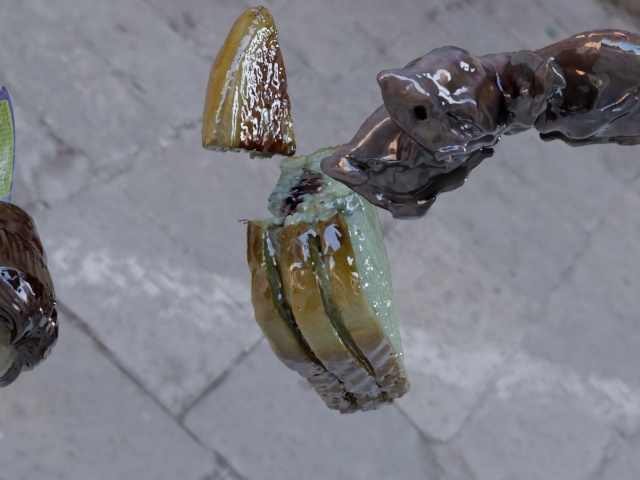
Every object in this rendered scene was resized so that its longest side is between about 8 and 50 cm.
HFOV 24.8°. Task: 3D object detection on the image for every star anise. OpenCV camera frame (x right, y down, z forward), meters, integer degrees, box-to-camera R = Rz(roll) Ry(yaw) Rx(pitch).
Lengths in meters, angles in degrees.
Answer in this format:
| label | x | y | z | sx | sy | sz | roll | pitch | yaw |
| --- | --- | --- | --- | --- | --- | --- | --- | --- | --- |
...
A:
| label | x | y | z | sx | sy | sz | roll | pitch | yaw |
| --- | --- | --- | --- | --- | --- | --- | --- | --- | --- |
| star anise | 0.132 | -0.093 | 1.098 | 0.257 | 0.198 | 0.111 | -14 | 84 | -14 |

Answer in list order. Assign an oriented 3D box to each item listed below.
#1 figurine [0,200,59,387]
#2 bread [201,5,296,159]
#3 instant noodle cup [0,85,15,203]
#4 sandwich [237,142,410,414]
| label | x | y | z | sx | sy | sz | roll | pitch | yaw |
| --- | --- | --- | --- | --- | --- | --- | --- | --- | --- |
| figurine | -0.320 | 0.072 | 0.909 | 0.168 | 0.315 | 0.187 | -109 | -174 | -67 |
| bread | -0.075 | -0.118 | 1.327 | 0.136 | 0.054 | 0.154 | -56 | 140 | -51 |
| instant noodle cup | -0.546 | -0.067 | 1.704 | 0.312 | 0.284 | 0.284 | 9 | 31 | 1 |
| sandwich | 0.005 | -0.001 | 1.349 | 0.254 | 0.099 | 0.289 | 55 | 23 | -58 |
